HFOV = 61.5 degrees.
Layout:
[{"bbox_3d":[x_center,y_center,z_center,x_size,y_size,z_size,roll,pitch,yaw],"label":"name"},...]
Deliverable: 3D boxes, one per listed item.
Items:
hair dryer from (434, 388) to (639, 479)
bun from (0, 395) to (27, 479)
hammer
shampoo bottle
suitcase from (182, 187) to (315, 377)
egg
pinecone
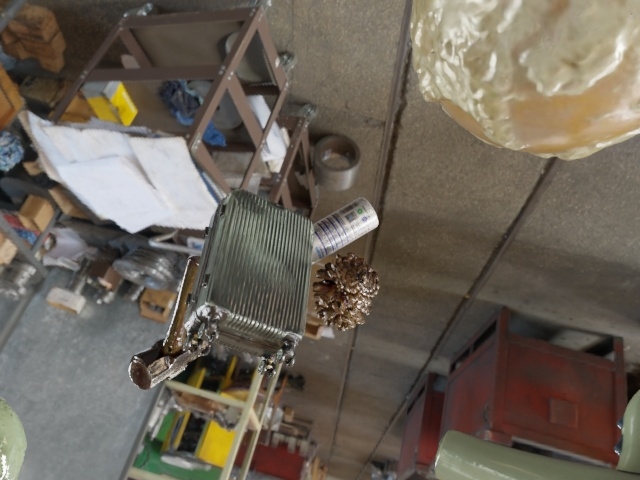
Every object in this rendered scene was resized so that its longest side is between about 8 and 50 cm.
[{"bbox_3d":[0.277,0.241,0.597,0.295,0.298,0.119,4,118,10],"label":"hair dryer"},{"bbox_3d":[-0.492,0.290,0.728,0.195,0.196,0.118,19,178,-3],"label":"bun"},{"bbox_3d":[-0.379,0.204,1.468,0.095,0.242,0.409,32,118,22],"label":"hammer"},{"bbox_3d":[0.000,0.000,1.369,0.092,0.303,0.092,55,168,17],"label":"shampoo bottle"},{"bbox_3d":[-0.120,0.068,0.971,0.202,0.312,0.128,24,140,-23],"label":"suitcase"},{"bbox_3d":[0.173,-0.169,0.355,0.203,0.245,0.203,45,-174,-6],"label":"egg"},{"bbox_3d":[0.060,0.130,1.335,0.149,0.179,0.195,20,117,33],"label":"pinecone"}]
